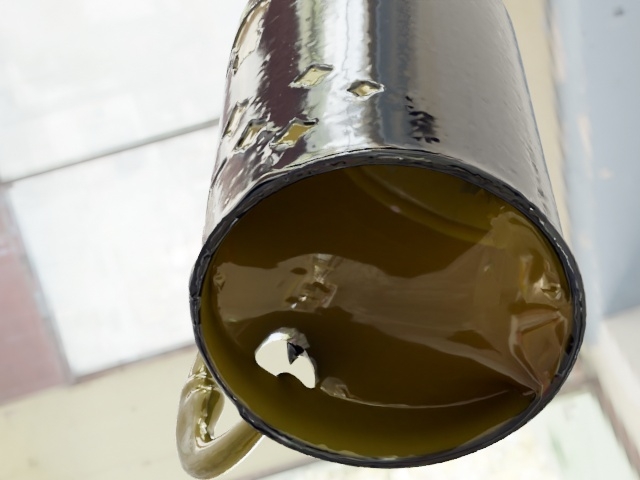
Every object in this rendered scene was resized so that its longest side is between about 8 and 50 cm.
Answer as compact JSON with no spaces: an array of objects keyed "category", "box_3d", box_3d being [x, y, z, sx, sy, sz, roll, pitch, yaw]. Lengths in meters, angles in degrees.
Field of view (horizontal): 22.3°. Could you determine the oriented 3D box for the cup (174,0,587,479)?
[{"category":"cup","box_3d":[-0.006,-0.018,0.837,0.178,0.255,0.256,57,18,-29]}]
